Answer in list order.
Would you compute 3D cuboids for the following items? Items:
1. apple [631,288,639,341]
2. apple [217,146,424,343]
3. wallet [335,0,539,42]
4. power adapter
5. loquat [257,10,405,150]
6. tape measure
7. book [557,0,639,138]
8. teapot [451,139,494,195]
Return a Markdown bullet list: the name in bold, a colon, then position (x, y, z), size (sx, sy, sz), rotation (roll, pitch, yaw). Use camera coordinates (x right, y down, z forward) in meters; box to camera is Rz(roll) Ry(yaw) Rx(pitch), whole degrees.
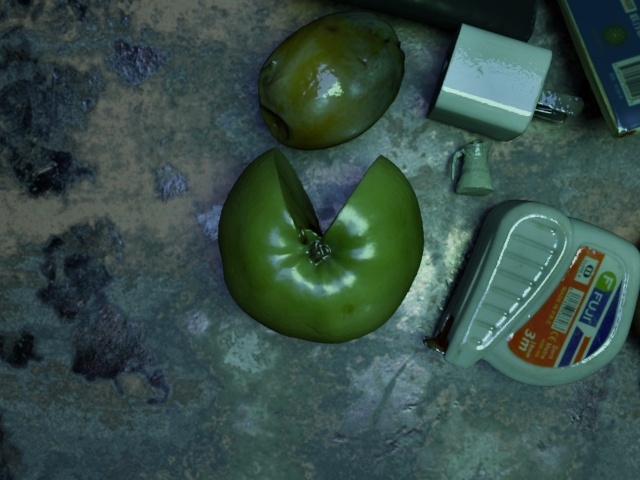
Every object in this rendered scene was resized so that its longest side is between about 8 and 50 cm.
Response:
- **apple**: position (0.571, 0.088, 0.775), size (0.256, 0.234, 0.257), rotation (0, 94, 4)
- **apple**: position (0.000, 0.000, 0.786), size (0.291, 0.254, 0.292), rotation (0, 96, 4)
- **wallet**: position (0.137, -0.430, 0.815), size (0.405, 0.062, 0.229), rotation (9, 91, -15)
- **power adapter**: position (0.275, -0.216, 0.831), size (0.204, 0.130, 0.125), rotation (18, 92, 1)
- **loquat**: position (0.016, -0.231, 0.817), size (0.227, 0.179, 0.179), rotation (-41, 89, -11)
- **tape measure**: position (0.315, 0.084, 0.840), size (0.265, 0.130, 0.258), rotation (22, 95, -4)
- **book**: position (0.560, -0.331, 0.768), size (0.427, 0.039, 0.300), rotation (-15, 75, 6)
- **teapot**: position (0.235, -0.114, 0.874), size (0.067, 0.057, 0.083), rotation (5, 84, -1)
